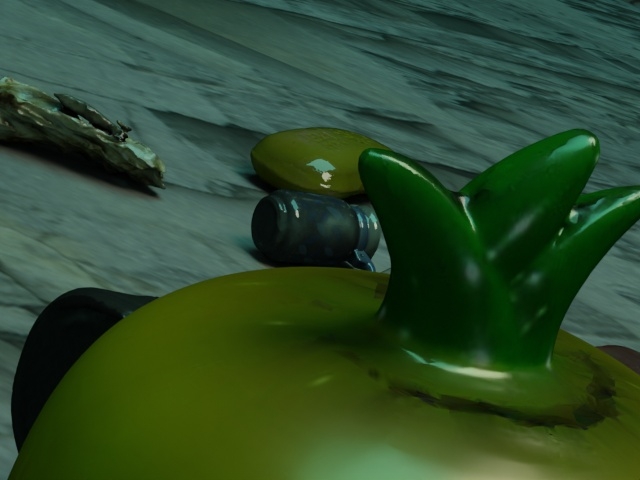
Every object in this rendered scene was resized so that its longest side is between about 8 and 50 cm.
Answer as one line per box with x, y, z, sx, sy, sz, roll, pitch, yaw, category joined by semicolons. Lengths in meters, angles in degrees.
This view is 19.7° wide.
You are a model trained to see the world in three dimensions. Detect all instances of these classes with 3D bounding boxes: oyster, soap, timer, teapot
-0.196;-0.078;1.306;0.200;0.061;0.106;23;0;13;oyster
0.009;-0.059;1.422;0.089;0.045;0.140;23;17;31;soap
0.028;0.086;0.593;0.285;0.285;0.285;15;17;-5;timer
0.001;-0.004;1.233;0.083;0.049;0.063;6;20;-33;teapot

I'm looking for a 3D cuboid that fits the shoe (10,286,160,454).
-0.017;0.103;0.795;0.241;0.108;0.093;27;17;9;shoe

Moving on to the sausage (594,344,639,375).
0.183;0.096;1.080;0.059;0.054;0.094;6;20;-33;sausage

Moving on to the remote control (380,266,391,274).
0.087;0.039;1.213;0.087;0.029;0.190;23;18;18;remote control
